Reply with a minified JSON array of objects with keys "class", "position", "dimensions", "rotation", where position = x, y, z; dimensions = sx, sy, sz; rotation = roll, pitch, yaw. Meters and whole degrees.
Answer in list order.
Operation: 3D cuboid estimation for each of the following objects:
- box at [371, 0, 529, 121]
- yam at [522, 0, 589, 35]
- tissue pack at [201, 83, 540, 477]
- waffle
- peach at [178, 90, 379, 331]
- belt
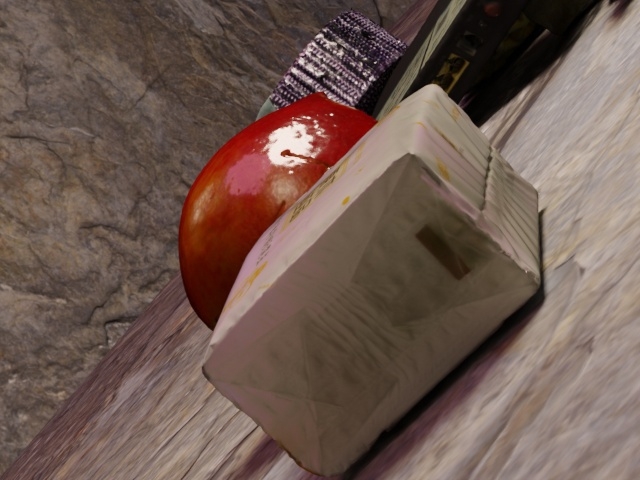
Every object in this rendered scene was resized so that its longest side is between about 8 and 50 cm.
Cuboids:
[{"class":"box","position":[0.135,-0.201,1.884],"dimensions":[0.350,0.058,0.211],"rotation":[-56,9,41]},{"class":"yam","position":[0.258,-0.281,1.820],"dimensions":[0.169,0.068,0.068],"rotation":[-64,-5,34]},{"class":"tissue pack","position":[0.035,0.019,1.164],"dimensions":[0.185,0.124,0.225],"rotation":[-43,7,15]},{"class":"waffle","position":[0.208,-0.247,2.068],"dimensions":[0.214,0.054,0.208],"rotation":[-53,6,6]},{"class":"peach","position":[-0.006,-0.013,1.390],"dimensions":[0.197,0.197,0.197],"rotation":[-46,6,6]},{"class":"belt","position":[0.003,-0.125,2.173],"dimensions":[0.260,0.122,0.325],"rotation":[-51,-8,-27]}]
